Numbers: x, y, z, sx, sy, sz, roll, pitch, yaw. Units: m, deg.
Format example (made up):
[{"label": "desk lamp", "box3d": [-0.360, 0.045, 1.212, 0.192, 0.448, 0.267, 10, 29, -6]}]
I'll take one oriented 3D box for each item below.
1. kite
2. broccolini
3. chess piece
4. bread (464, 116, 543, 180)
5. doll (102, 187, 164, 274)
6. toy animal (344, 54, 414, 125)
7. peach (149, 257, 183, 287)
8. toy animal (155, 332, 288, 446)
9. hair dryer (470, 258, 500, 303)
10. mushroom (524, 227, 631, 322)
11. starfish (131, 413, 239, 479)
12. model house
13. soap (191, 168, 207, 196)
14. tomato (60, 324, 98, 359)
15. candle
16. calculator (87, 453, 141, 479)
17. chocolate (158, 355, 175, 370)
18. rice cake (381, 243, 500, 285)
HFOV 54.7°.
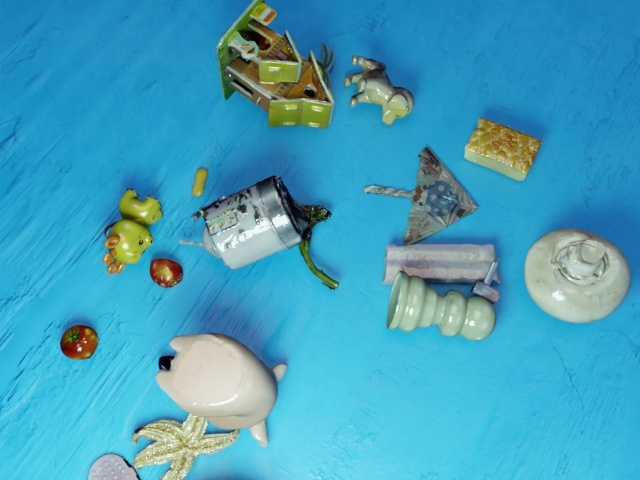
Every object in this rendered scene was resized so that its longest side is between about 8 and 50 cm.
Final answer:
[{"label": "kite", "box3d": [0.275, -0.121, 1.686, 0.314, 0.011, 0.335, 11, 64, 5]}, {"label": "broccolini", "box3d": [0.002, 0.007, 1.590, 0.123, 0.062, 0.271, -29, 62, 2]}, {"label": "chess piece", "box3d": [0.297, 0.168, 1.485, 0.251, 0.144, 0.144, 12, 65, 0]}, {"label": "bread", "box3d": [0.504, -0.254, 1.721, 0.188, 0.068, 0.125, 25, 67, 11]}, {"label": "doll", "box3d": [-0.486, -0.018, 1.557, 0.135, 0.143, 0.221, 18, 58, 5]}, {"label": "toy animal", "box3d": [0.161, -0.434, 1.780, 0.169, 0.121, 0.233, -8, 54, -23]}, {"label": "peach", "box3d": [-0.391, 0.075, 1.559, 0.077, 0.050, 0.083, -36, 66, -18]}, {"label": "toy animal", "box3d": [-0.204, 0.317, 1.338, 0.213, 0.256, 0.195, 8, 68, 15]}, {"label": "hair dryer", "box3d": [0.421, 0.094, 1.525, 0.063, 0.037, 0.114, 28, 73, 3]}, {"label": "mushroom", "box3d": [0.621, 0.073, 1.498, 0.246, 0.202, 0.246, -4, 59, 7]}, {"label": "starfish", "box3d": [-0.300, 0.442, 1.378, 0.238, 0.071, 0.216, 2, 70, -7]}, {"label": "model house", "box3d": [-0.062, -0.491, 1.709, 0.324, 0.300, 0.340, 35, 74, 4]}, {"label": "soap", "box3d": [-0.330, -0.158, 1.690, 0.034, 0.012, 0.089, 8, 65, 2]}, {"label": "tomato", "box3d": [-0.568, 0.243, 1.461, 0.087, 0.075, 0.087, -6, 53, 8]}, {"label": "candle", "box3d": [-0.201, -0.027, 1.530, 0.330, 0.187, 0.187, -23, 66, 7]}, {"label": "calculator", "box3d": [-0.441, 0.543, 1.347, 0.103, 0.024, 0.166, -35, 68, -17]}, {"label": "chocolate", "box3d": [-0.306, 0.293, 1.454, 0.147, 0.072, 0.070, -13, 106, 2]}, {"label": "rice cake", "box3d": [0.305, 0.060, 1.577, 0.298, 0.050, 0.106, 1, 64, -1]}]
